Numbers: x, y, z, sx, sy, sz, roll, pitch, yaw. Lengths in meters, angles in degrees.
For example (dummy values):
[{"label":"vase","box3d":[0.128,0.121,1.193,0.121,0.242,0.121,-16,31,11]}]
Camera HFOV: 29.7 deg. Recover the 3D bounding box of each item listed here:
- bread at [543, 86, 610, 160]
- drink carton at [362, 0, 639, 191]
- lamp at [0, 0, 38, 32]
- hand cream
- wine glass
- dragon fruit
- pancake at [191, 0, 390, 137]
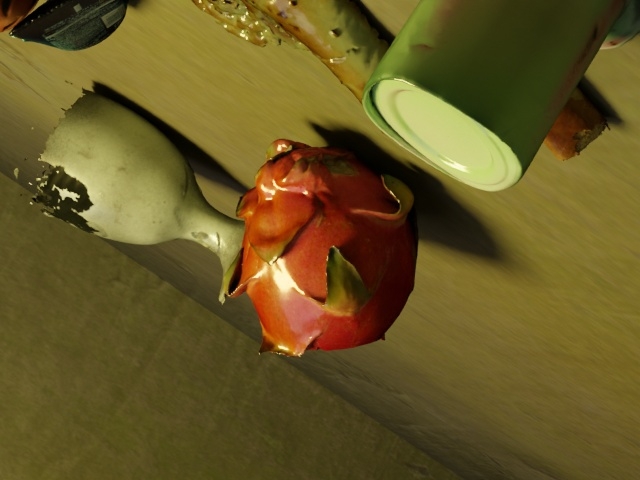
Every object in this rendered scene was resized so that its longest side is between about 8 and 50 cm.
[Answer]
[{"label":"bread","box3d":[0.170,-0.098,0.888,0.083,0.047,0.036,41,-165,-30]},{"label":"drink carton","box3d":[0.109,-0.116,0.738,0.144,0.142,0.146,32,166,-3]},{"label":"lamp","box3d":[-0.337,-0.270,1.088,0.188,0.187,0.164,31,-161,5]},{"label":"hand cream","box3d":[-0.227,-0.217,1.149,0.061,0.120,0.270,62,177,-11]},{"label":"wine glass","box3d":[-0.238,-0.063,1.705,0.357,0.190,0.190,28,168,-6]},{"label":"dragon fruit","box3d":[0.002,0.004,1.315,0.224,0.227,0.224,3,-169,-1]},{"label":"pancake","box3d":[-0.065,-0.201,1.031,0.376,0.054,0.197,34,169,-4]}]
